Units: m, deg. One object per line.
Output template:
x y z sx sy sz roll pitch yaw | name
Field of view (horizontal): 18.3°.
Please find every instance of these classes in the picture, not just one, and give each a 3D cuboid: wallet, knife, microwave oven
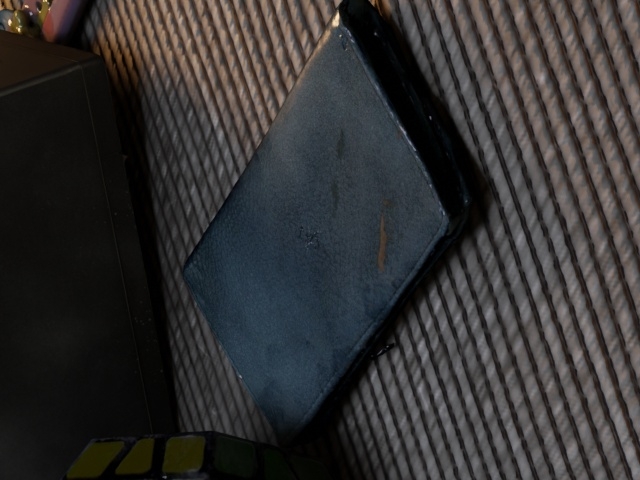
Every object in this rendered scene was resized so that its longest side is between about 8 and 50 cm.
0.000 0.000 1.473 0.190 0.046 0.379 62 148 19 | wallet
-0.237 -0.230 1.777 0.132 0.038 0.398 61 148 15 | knife
-0.347 0.067 1.771 0.236 0.374 0.432 17 123 48 | microwave oven

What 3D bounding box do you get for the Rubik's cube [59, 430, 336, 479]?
-0.100 0.298 1.567 0.264 0.319 0.319 -114 12 -81 | Rubik's cube
